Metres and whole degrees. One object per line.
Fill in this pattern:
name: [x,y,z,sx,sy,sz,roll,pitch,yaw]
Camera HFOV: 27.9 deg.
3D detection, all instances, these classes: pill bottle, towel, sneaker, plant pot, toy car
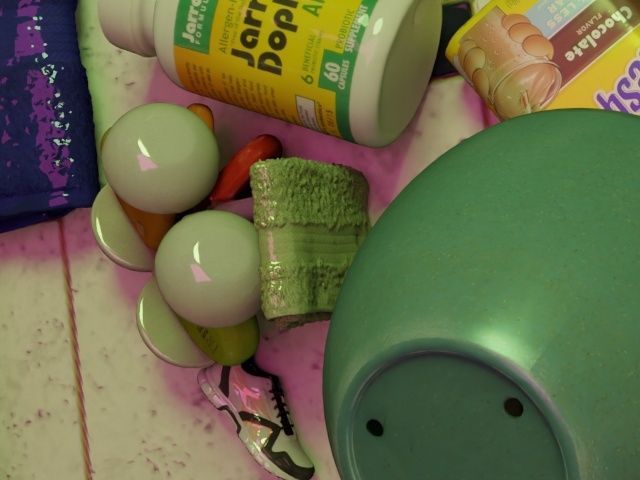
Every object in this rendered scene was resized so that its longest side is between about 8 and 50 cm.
pill bottle: [-0.036,-0.143,0.853,0.209,0.117,0.117,19,95,18]
towel: [0.000,0.000,0.822,0.027,0.148,0.110,-8,85,26]
sneaker: [-0.038,0.119,0.889,0.044,0.040,0.109,-44,77,11]
towel: [-0.280,-0.153,0.965,0.228,0.076,0.308,-8,87,13]
plant pot: [0.115,0.086,0.710,0.290,0.195,0.290,10,110,29]
toy car: [-0.068,-0.010,0.863,0.136,0.159,0.182,-22,76,-22]

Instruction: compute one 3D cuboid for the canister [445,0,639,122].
canister: [0.175,-0.092,0.805,0.126,0.073,0.170,-42,75,14]
